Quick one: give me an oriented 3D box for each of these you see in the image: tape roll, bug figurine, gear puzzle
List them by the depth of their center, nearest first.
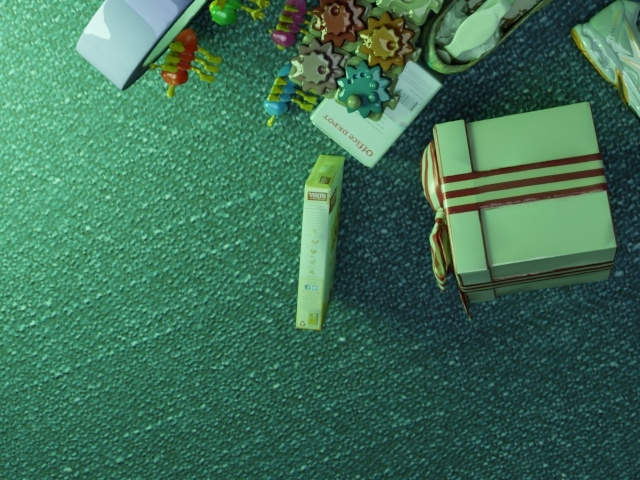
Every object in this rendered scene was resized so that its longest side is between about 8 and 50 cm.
[{"bbox_3d":[-0.229,-0.347,1.573,0.090,0.275,0.275,41,110,-9],"label":"tape roll"},{"bbox_3d":[0.082,-0.345,1.574,0.176,0.044,0.338,27,112,8],"label":"gear puzzle"},{"bbox_3d":[-0.111,-0.292,1.643,0.279,0.072,0.216,13,113,-39],"label":"bug figurine"}]

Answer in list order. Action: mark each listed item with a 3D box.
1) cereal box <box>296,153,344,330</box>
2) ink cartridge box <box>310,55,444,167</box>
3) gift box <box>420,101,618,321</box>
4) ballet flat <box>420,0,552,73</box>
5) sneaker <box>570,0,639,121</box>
[{"bbox_3d":[0.000,0.000,1.727,0.047,0.173,0.240,7,112,6],"label":"cereal box"},{"bbox_3d":[0.087,-0.221,1.684,0.127,0.072,0.175,39,111,-6],"label":"ink cartridge box"},{"bbox_3d":[0.288,-0.033,1.614,0.258,0.276,0.255,-9,69,8],"label":"gift box"},{"bbox_3d":[0.283,-0.370,1.579,0.123,0.123,0.348,44,110,-9],"label":"ballet flat"},{"bbox_3d":[0.495,-0.245,1.609,0.121,0.099,0.262,-40,102,15],"label":"sneaker"}]
